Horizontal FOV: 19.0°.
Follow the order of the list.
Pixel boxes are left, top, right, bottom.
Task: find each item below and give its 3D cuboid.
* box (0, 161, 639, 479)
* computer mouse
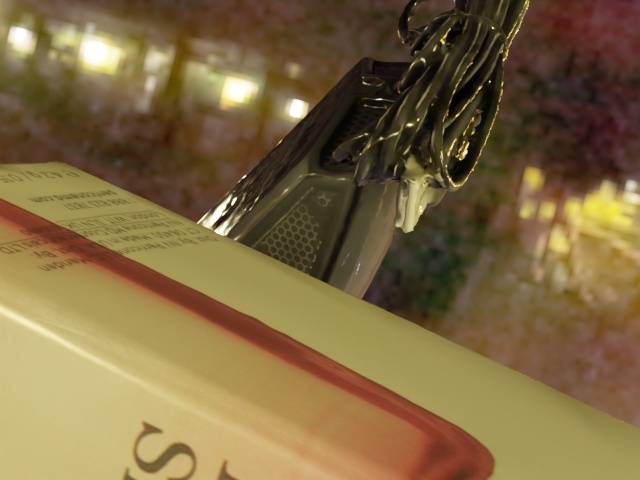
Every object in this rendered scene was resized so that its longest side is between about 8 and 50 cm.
[{"bbox_3d":[-0.028,0.091,0.488,0.232,0.149,0.127,24,-166,20],"label":"box"},{"bbox_3d":[0.000,0.000,0.790,0.072,0.272,0.188,40,-143,-9],"label":"computer mouse"}]
